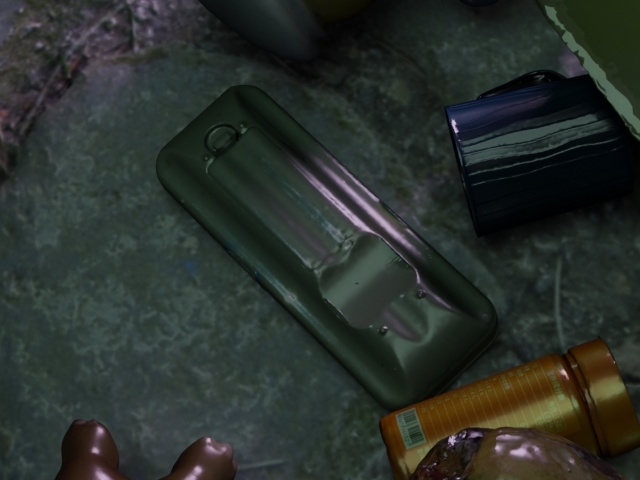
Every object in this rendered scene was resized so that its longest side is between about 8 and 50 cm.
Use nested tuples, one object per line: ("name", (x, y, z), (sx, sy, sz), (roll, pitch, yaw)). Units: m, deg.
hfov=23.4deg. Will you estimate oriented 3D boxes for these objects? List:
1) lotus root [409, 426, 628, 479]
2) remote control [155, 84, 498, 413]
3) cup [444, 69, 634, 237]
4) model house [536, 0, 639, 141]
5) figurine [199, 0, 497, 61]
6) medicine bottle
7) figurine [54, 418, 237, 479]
("lotus root", (0.185, 0.233, 1.132), (0.278, 0.154, 0.154), (30, 74, -22))
("remote control", (0.000, 0.000, 1.332), (0.128, 0.065, 0.335), (-43, 67, -9))
("cup", (0.181, -0.090, 1.303), (0.138, 0.113, 0.150), (-14, 69, 4))
("model house", (0.320, -0.178, 1.264), (0.170, 0.211, 0.194), (-44, 70, 25))
("figurine", (0.058, -0.256, 1.335), (0.382, 0.224, 0.205), (2, 83, 11))
("medicine bottle", (0.150, 0.152, 1.225), (0.192, 0.096, 0.096), (-22, 67, 3))
("figurine", (-0.177, 0.287, 1.213), (0.177, 0.173, 0.247), (7, 40, 10))
